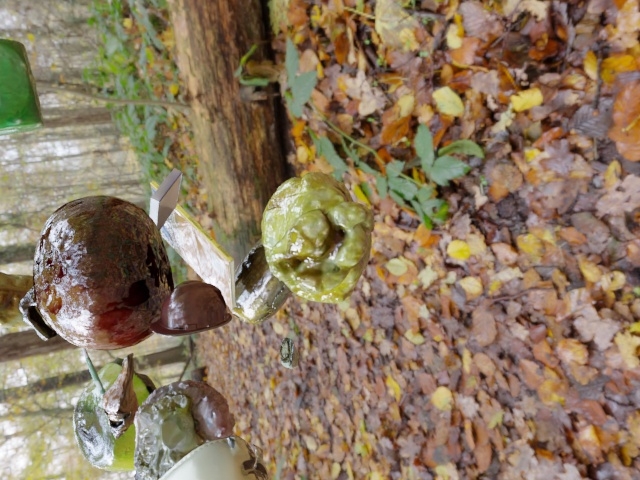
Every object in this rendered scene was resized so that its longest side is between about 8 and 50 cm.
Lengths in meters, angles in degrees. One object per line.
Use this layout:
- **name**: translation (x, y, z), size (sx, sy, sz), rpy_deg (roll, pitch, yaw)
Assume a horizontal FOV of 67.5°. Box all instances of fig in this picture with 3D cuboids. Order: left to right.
- **fig**: translation (-0.327, 0.052, 0.717), size (0.235, 0.214, 0.235), rpy_deg (-170, 90, -78)

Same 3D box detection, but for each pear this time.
- **pear**: translation (-0.697, 0.605, 1.596), size (0.398, 0.165, 0.399), rpy_deg (4, 96, 38)

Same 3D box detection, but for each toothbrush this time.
- **toothbrush**: translation (-0.707, 0.378, 1.470), size (0.257, 0.018, 0.024), rpy_deg (63, 177, 5)

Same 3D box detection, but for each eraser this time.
- **eraser**: translation (-0.364, -0.089, 1.123), size (0.150, 0.023, 0.104), rpy_deg (-56, 9, 54)

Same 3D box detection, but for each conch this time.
- **conch**: translation (-0.504, 0.395, 1.203), size (0.086, 0.080, 0.233), rpy_deg (-73, -15, -63)

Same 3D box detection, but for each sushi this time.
- **sushi**: translation (-0.275, 0.364, 0.864), size (0.161, 0.241, 0.107), rpy_deg (37, 166, 16)

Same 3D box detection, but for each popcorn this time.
- **popcorn**: translation (-0.003, 0.005, 0.950), size (0.276, 0.225, 0.276), rpy_deg (55, 180, 0)

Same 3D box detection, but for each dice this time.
- **dice**: translation (-1.110, -0.504, 1.592), size (0.297, 0.287, 0.300), rpy_deg (17, 118, 64)

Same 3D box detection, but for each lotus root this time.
- **lotus root**: translation (-0.168, 0.114, 1.566), size (0.196, 0.179, 0.397), rpy_deg (37, 115, 6)

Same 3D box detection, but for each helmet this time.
- **helmet**: translation (-0.170, 0.083, 0.634), size (0.089, 0.111, 0.057), rpy_deg (10, 103, 37)

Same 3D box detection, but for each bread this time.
- **bread**: translation (-0.721, 0.127, 1.058), size (0.088, 0.232, 0.128), rpy_deg (-17, 70, 36)

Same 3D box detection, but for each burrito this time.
- **burrito**: translation (-0.080, 0.298, 1.235), size (0.118, 0.044, 0.074), rpy_deg (84, -175, -64)

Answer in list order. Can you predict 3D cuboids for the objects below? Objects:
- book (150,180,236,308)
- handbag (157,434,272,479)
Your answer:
- **book**: translation (-0.380, 0.018, 1.440), size (0.374, 0.028, 0.263), rpy_deg (42, 149, 21)
- **handbag**: translation (-0.102, 0.417, 0.486), size (0.160, 0.237, 0.358), rpy_deg (41, -178, -35)
